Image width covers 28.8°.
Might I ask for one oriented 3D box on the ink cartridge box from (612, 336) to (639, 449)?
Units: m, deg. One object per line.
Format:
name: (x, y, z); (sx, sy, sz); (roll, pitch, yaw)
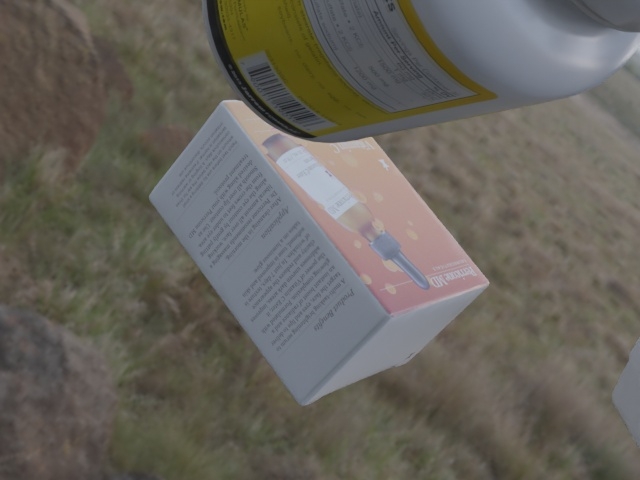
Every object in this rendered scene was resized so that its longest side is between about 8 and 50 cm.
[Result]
ink cartridge box: (0.262, 0.073, 0.761); (0.067, 0.198, 0.115); (-2, 46, -22)

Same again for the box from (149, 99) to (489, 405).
box: (0.000, 0.000, 0.792); (0.170, 0.091, 0.130); (52, 31, 16)

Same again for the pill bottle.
pill bottle: (0.045, -0.092, 0.411); (0.103, 0.103, 0.184); (30, -19, -29)
